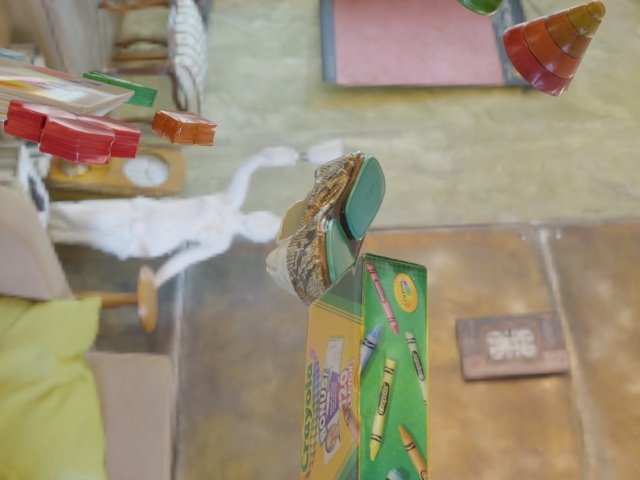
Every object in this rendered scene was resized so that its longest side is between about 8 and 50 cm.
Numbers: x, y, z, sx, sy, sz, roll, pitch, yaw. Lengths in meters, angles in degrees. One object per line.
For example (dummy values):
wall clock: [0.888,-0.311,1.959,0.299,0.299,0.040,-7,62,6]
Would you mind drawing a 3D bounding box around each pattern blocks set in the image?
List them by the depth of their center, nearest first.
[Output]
pattern blocks set: [-0.218,-0.106,0.697,0.325,0.286,0.026,-51,156,-77]

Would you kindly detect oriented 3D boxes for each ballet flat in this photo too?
ballet flat: [0.000,0.000,1.762,0.482,0.182,0.164,-72,143,-55]

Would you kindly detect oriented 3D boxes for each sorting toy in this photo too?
sorting toy: [0.247,-0.367,1.310,0.126,0.365,0.127,-39,-177,42]

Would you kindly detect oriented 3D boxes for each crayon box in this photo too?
crayon box: [0.045,0.174,1.046,0.165,0.081,0.278,132,-34,-57]
